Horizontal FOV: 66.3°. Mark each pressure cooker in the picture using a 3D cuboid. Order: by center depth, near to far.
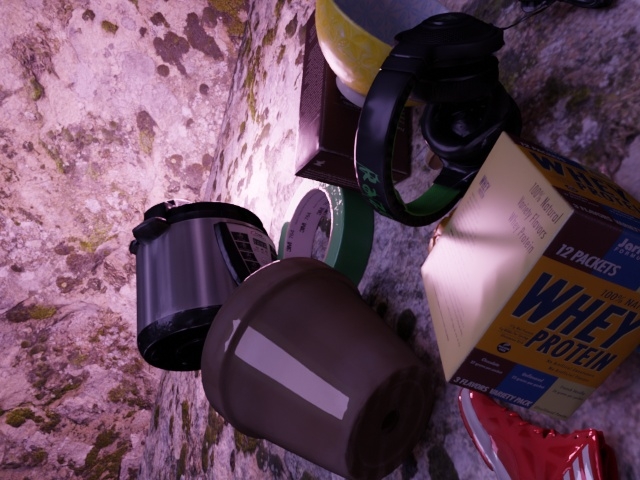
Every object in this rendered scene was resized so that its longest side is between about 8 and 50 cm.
[{"bbox_3d":[-0.302,0.094,1.292,0.370,0.375,0.420,110,152,-55],"label":"pressure cooker"}]

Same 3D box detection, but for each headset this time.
[{"bbox_3d":[0.205,-0.190,0.634,0.185,0.243,0.394,25,75,39],"label":"headset"}]

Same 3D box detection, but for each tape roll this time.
[{"bbox_3d":[0.000,0.000,1.120,0.321,0.077,0.321,-37,46,51],"label":"tape roll"}]

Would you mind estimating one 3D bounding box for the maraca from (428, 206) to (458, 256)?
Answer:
[{"bbox_3d":[0.220,-0.011,0.667,0.099,0.127,0.186,47,124,10],"label":"maraca"}]

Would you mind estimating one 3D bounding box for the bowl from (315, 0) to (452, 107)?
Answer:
[{"bbox_3d":[0.109,-0.316,0.836,0.156,0.289,0.289,121,149,-44],"label":"bowl"}]

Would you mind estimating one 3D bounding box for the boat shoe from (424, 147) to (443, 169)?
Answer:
[{"bbox_3d":[0.220,-0.155,0.793,0.135,0.050,0.045,-46,35,46],"label":"boat shoe"}]

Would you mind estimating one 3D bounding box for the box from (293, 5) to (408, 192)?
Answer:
[{"bbox_3d":[0.068,-0.302,0.997,0.143,0.191,0.382,-32,50,59],"label":"box"}]

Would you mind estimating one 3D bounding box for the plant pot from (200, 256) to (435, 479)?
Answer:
[{"bbox_3d":[0.014,0.222,0.788,0.280,0.323,0.323,25,101,47],"label":"plant pot"}]

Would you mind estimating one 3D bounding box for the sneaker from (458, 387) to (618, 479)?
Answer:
[{"bbox_3d":[0.252,0.232,0.560,0.128,0.087,0.221,-39,30,14],"label":"sneaker"}]

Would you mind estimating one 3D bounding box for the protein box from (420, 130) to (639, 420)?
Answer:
[{"bbox_3d":[0.221,0.029,0.510,0.200,0.136,0.201,-85,17,-60],"label":"protein box"}]

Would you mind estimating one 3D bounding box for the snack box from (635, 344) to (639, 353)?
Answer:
[{"bbox_3d":[0.390,-0.015,0.393,0.322,0.060,0.187,-68,29,17],"label":"snack box"}]
